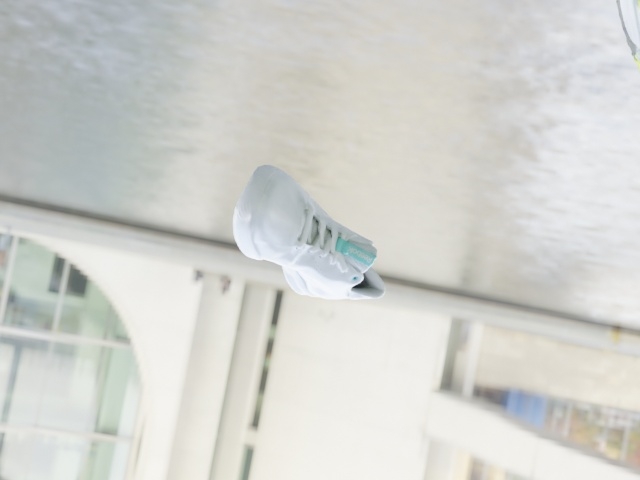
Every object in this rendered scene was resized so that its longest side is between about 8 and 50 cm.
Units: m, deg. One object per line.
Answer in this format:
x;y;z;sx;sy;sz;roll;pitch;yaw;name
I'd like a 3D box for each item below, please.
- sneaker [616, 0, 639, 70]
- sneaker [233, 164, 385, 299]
0.303;-0.254;0.868;0.145;0.385;0.147;0;-159;-23;sneaker
0.000;0.000;1.137;0.094;0.080;0.212;17;168;25;sneaker
